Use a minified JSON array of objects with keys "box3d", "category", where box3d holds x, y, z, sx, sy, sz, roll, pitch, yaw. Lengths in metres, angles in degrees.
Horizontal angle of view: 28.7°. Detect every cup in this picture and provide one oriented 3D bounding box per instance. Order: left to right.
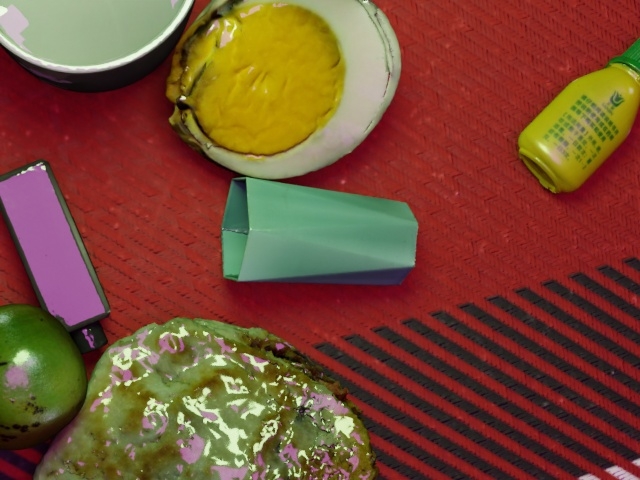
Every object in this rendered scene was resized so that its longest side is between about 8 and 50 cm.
[{"box3d":[-0.305,-0.343,1.465,0.259,0.274,0.356,-39,94,-7],"category":"cup"},{"box3d":[0.000,0.000,1.614,0.236,0.134,0.148,8,122,-18],"category":"cup"}]

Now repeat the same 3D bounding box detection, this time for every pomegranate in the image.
[{"box3d":[-0.377,0.171,1.461,0.210,0.180,0.180,-30,98,-35],"category":"pomegranate"}]

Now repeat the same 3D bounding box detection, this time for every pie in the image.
[{"box3d":[-0.150,0.295,1.568,0.418,0.180,0.395,20,88,-4],"category":"pie"}]

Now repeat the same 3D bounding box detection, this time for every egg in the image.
[{"box3d":[-0.056,-0.224,1.580,0.264,0.174,0.286,37,105,-30],"category":"egg"}]

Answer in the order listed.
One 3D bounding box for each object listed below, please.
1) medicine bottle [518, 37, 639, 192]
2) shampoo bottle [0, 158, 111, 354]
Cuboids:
[{"box3d":[0.402,-0.199,1.716,0.309,0.076,0.111,-45,102,-7],"category":"medicine bottle"},{"box3d":[-0.331,0.024,1.568,0.079,0.080,0.246,-23,96,-9],"category":"shampoo bottle"}]
